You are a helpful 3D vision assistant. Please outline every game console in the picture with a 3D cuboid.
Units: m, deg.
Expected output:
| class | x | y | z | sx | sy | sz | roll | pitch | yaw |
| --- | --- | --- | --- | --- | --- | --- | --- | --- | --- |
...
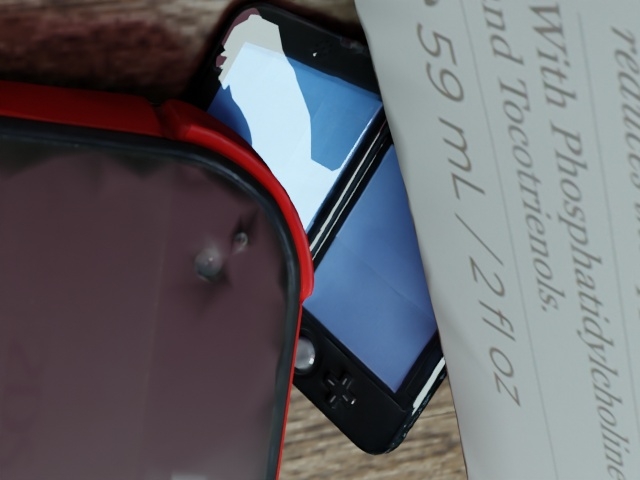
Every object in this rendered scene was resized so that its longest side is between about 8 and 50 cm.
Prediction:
| class | x | y | z | sx | sy | sz | roll | pitch | yaw |
| --- | --- | --- | --- | --- | --- | --- | --- | --- | --- |
| game console | -0.183 | 0.130 | 0.559 | 0.341 | 0.060 | 0.387 | 5 | 98 | -17 |
| game console | 0.000 | 0.000 | 0.621 | 0.085 | 0.124 | 0.144 | -3 | 129 | -55 |

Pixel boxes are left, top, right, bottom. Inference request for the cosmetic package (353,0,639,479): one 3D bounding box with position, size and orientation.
| class | x | y | z | sx | sy | sz | roll | pitch | yaw |
| --- | --- | --- | --- | --- | --- | --- | --- | --- | --- |
| cosmetic package | 0.269 | -0.011 | 0.478 | 0.327 | 0.393 | 0.329 | -36 | 132 | -23 |
